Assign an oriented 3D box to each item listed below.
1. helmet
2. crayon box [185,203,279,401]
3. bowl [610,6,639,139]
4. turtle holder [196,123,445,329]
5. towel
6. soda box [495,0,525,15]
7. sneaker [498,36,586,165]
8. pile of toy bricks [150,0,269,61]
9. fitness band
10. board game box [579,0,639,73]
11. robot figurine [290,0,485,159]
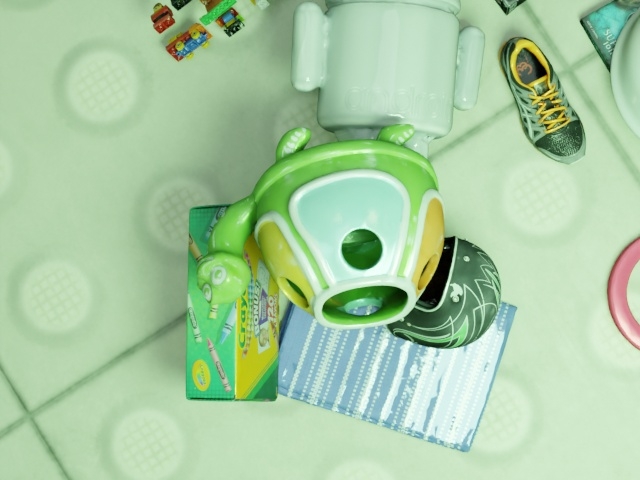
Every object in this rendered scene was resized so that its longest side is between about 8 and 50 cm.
[{"bbox_3d":[0.180,0.076,1.641,0.162,0.169,0.169,-4,88,23],"label":"helmet"},{"bbox_3d":[-0.126,0.097,1.677,0.081,0.165,0.278,-2,82,19],"label":"crayon box"},{"bbox_3d":[0.565,-0.259,1.602,0.298,0.134,0.297,-2,76,7],"label":"bowl"},{"bbox_3d":[0.012,-0.010,1.519,0.320,0.243,0.227,6,55,-22],"label":"turtle holder"},{"bbox_3d":[0.104,0.163,1.745,0.336,0.040,0.243,18,88,4],"label":"towel"},{"bbox_3d":[0.333,-0.417,1.723,0.169,0.053,0.060,-36,86,3],"label":"soda box"},{"bbox_3d":[0.330,-0.209,1.704,0.084,0.083,0.215,-30,88,2],"label":"sneaker"},{"bbox_3d":[-0.169,-0.382,1.756,0.212,0.118,0.105,-33,47,14],"label":"pile of toy bricks"},{"bbox_3d":[0.575,0.087,1.694,0.291,0.054,0.209,11,92,6],"label":"fitness band"},{"bbox_3d":[0.492,-0.284,1.719,0.126,0.026,0.186,-30,86,4],"label":"board game box"},{"bbox_3d":[0.101,-0.268,1.667,0.300,0.200,0.353,4,89,-22],"label":"robot figurine"}]
